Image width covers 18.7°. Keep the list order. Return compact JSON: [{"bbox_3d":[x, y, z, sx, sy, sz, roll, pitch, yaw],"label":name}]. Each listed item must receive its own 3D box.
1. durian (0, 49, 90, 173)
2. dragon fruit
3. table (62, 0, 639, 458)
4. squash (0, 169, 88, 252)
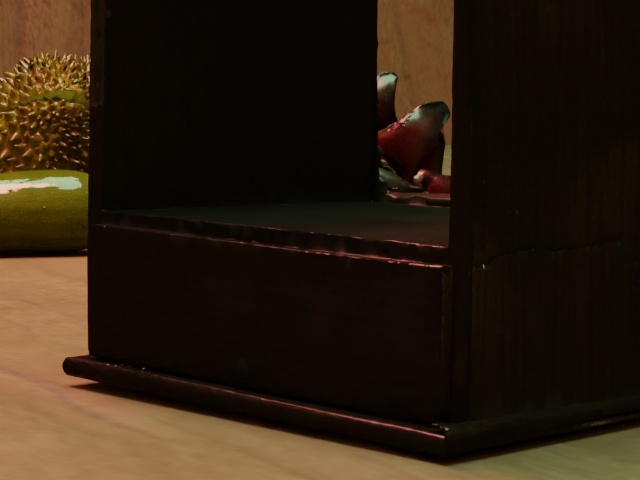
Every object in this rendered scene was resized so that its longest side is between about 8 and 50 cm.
[{"bbox_3d":[-0.225,-0.084,1.677,0.146,0.159,0.198,1,4,19],"label":"durian"},{"bbox_3d":[0.021,-0.016,1.151,0.121,0.130,0.142,-47,-7,-39],"label":"dragon fruit"},{"bbox_3d":[0.036,-0.072,0.857,0.196,0.282,0.250,-4,7,-41],"label":"table"},{"bbox_3d":[-0.254,-0.019,1.499,0.201,0.066,0.066,-4,6,-12],"label":"squash"}]
